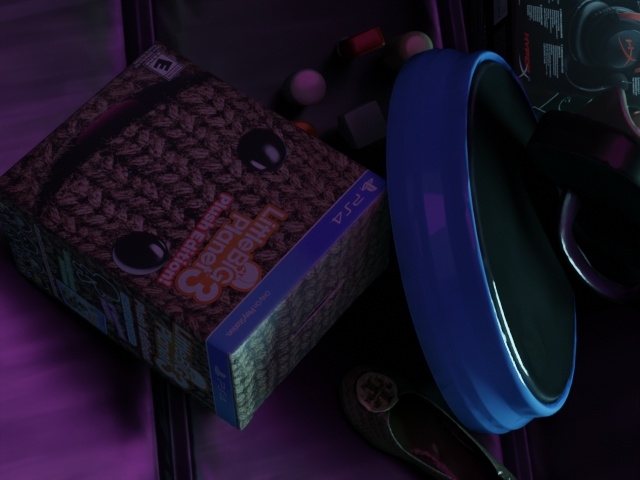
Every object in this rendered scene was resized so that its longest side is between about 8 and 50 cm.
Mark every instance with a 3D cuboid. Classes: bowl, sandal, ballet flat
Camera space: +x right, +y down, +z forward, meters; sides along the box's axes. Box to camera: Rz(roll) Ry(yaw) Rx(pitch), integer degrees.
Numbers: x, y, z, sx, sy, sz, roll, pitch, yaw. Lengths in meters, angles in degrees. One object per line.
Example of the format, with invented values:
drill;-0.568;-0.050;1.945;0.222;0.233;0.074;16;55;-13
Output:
bowl;0.172;-0.005;1.364;0.391;0.077;0.391;-11;90;-68
sandal;0.307;-0.005;1.431;0.446;0.167;0.107;35;79;-56
ballet flat;0.125;0.215;1.424;0.250;0.058;0.084;42;63;-5

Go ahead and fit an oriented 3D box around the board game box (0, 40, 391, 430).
board game box;-0.116;-0.011;1.287;0.291;0.141;0.232;32;62;20

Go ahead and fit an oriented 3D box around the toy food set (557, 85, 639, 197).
toy food set;0.406;-0.082;1.542;0.306;0.220;0.092;16;69;-16

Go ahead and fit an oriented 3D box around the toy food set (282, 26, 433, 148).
toy food set;0.045;-0.170;1.512;0.232;0.104;0.111;-27;99;-9

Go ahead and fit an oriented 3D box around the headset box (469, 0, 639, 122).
headset box;0.329;-0.238;1.621;0.293;0.110;0.218;7;72;-20
